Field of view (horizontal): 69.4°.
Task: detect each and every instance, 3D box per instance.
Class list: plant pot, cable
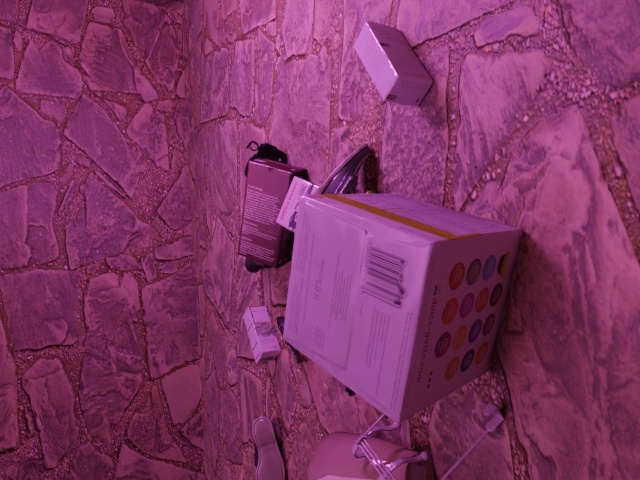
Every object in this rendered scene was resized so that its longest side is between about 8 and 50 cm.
[{"bbox_3d":[0.150,0.631,1.212,0.273,0.256,0.257,-26,68,41],"label":"plant pot"},{"bbox_3d":[-0.104,0.389,1.841,0.287,0.072,0.140,-153,48,-70],"label":"cable"}]

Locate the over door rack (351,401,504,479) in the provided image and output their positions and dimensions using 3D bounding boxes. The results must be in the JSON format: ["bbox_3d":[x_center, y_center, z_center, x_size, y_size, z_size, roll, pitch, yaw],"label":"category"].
[{"bbox_3d":[0.247,0.454,1.071,0.324,0.108,0.239,-52,36,-1],"label":"over door rack"}]

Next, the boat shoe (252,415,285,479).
[{"bbox_3d":[-0.224,0.930,1.993,0.113,0.127,0.341,88,167,-79],"label":"boat shoe"}]

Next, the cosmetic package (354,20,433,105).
[{"bbox_3d":[0.186,-0.461,1.205,0.086,0.117,0.231,-59,43,45],"label":"cosmetic package"}]

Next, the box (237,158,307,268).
[{"bbox_3d":[-0.190,-0.108,1.785,0.190,0.143,0.382,19,112,21],"label":"box"}]

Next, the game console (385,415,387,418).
[{"bbox_3d":[0.186,0.385,1.264,0.124,0.085,0.144,30,116,56],"label":"game console"}]

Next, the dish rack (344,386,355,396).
[{"bbox_3d":[0.084,0.322,1.456,0.271,0.074,0.209,47,129,50],"label":"dish rack"}]

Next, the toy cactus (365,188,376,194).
[{"bbox_3d":[0.126,-0.035,1.334,0.181,0.111,0.219,110,158,-64],"label":"toy cactus"}]

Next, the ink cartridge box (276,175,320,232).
[{"bbox_3d":[-0.013,-0.087,1.491,0.237,0.100,0.172,28,97,41],"label":"ink cartridge box"}]

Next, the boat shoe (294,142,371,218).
[{"bbox_3d":[0.058,-0.153,1.349,0.099,0.319,0.116,42,160,-4],"label":"boat shoe"}]

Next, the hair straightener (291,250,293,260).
[{"bbox_3d":[-0.077,0.114,1.685,0.231,0.047,0.089,95,161,-54],"label":"hair straightener"}]

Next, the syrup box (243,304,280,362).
[{"bbox_3d":[-0.261,0.413,2.050,0.096,0.093,0.237,-59,43,43],"label":"syrup box"}]

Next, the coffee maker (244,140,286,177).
[{"bbox_3d":[-0.248,-0.331,1.933,0.171,0.120,0.178,45,150,-13],"label":"coffee maker"}]

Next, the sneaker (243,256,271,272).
[{"bbox_3d":[-0.254,0.078,2.018,0.300,0.110,0.122,-51,52,52],"label":"sneaker"}]

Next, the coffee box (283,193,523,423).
[{"bbox_3d":[0.165,0.100,0.983,0.338,0.334,0.338,23,111,44],"label":"coffee box"}]
